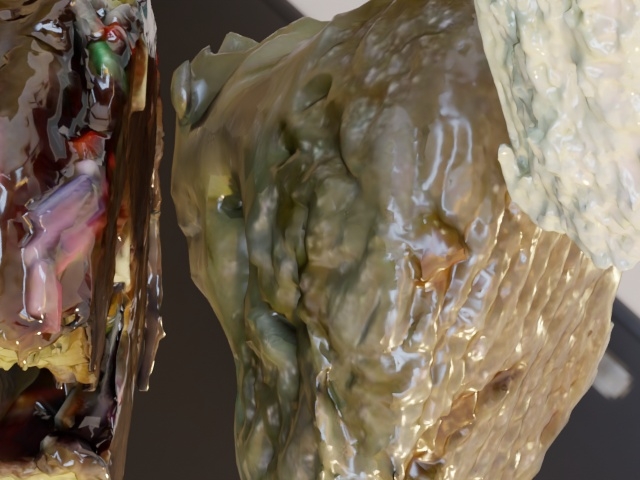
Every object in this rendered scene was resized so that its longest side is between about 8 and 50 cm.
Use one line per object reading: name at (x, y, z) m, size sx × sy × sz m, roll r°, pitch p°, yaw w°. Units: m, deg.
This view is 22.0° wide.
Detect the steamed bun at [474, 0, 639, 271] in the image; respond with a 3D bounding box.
steamed bun at (0.147, -0.124, 0.619) m, size 0.200 × 0.170 × 0.225 m, roll -40°, pitch 124°, yaw -20°

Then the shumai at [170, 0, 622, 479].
shumai at (-0.003, -0.001, 0.870) m, size 0.217 × 0.283 × 0.346 m, roll -11°, pitch 124°, yaw -53°

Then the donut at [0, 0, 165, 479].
donut at (-0.147, 0.006, 0.795) m, size 0.345 × 0.136 × 0.259 m, roll 98°, pitch -5°, yaw -61°
